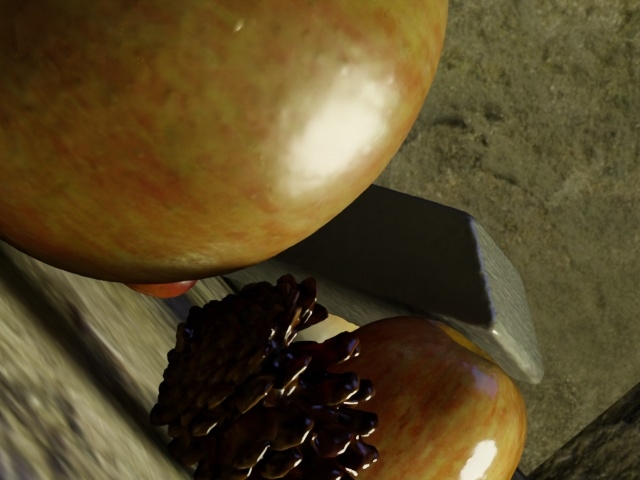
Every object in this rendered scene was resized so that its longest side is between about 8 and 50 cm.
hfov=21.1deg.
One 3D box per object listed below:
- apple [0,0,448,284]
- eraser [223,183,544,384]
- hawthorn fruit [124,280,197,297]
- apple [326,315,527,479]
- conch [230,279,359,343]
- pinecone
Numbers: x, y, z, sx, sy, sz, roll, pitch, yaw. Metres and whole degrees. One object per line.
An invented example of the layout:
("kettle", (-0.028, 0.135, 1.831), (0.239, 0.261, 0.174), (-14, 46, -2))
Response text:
("apple", (-0.085, -0.119, 0.714), (0.264, 0.264, 0.264), (50, 2, -3))
("eraser", (0.000, -0.001, 1.187), (0.353, 0.077, 0.111), (19, -16, 31))
("hawthorn fruit", (-0.101, -0.015, 0.940), (0.093, 0.081, 0.081), (20, 0, 5))
("apple", (0.056, 0.114, 1.049), (0.146, 0.131, 0.146), (45, 5, -5))
("conch", (-0.015, 0.040, 1.442), (0.255, 0.127, 0.158), (29, 31, 6))
("pinecone", (-0.024, 0.073, 0.741), (0.102, 0.102, 0.109), (-126, -161, -62))
